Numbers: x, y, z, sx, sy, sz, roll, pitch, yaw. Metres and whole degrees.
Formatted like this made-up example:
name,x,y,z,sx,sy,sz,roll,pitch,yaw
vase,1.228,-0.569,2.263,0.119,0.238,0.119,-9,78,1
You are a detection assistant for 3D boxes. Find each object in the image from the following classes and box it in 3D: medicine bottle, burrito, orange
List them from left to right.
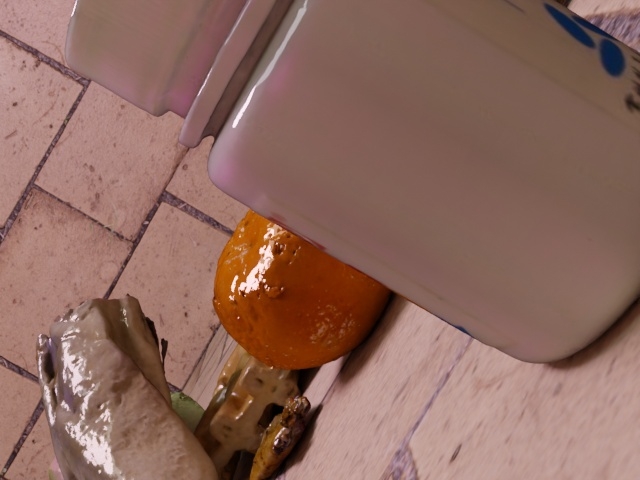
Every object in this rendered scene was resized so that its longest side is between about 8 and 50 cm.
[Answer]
name,x,y,z,sx,sy,sz,roll,pitch,yaw
burrito,-0.233,0.228,1.219,0.190,0.135,0.331,-48,46,20
orange,-0.012,0.034,1.036,0.193,0.161,0.193,-48,20,24
medicine bottle,0.031,-0.073,0.538,0.170,0.293,0.170,-60,7,12

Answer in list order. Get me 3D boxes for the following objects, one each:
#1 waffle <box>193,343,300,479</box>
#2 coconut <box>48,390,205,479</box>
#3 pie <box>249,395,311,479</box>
name,x,y,z,sx,sy,sz,roll,pitch,yaw
waffle,-0.050,0.123,1.318,0.348,0.078,0.304,-59,5,17
coconut,-0.246,0.315,1.411,0.236,0.236,0.204,-69,-8,-55
pie,-0.043,0.204,1.081,0.170,0.034,0.092,118,177,-60
